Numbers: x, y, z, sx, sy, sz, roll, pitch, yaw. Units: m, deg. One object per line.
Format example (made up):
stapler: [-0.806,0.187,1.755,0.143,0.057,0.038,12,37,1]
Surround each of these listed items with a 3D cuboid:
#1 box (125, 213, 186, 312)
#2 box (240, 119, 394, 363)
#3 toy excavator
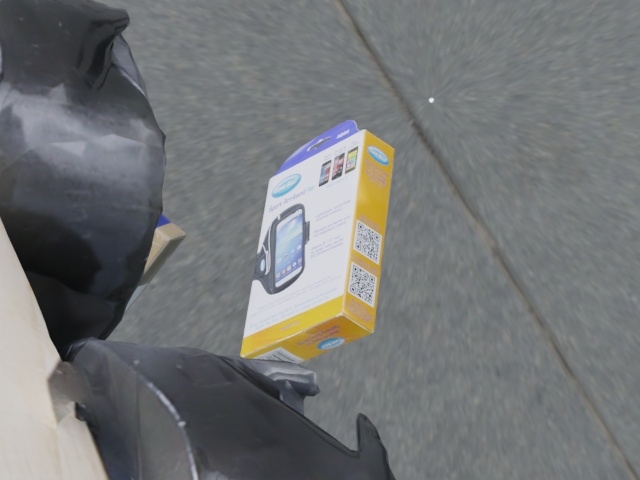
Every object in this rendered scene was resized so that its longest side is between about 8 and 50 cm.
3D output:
box: [-0.223,-0.029,1.331,0.225,0.036,0.136,43,112,11]
box: [0.000,0.000,0.973,0.028,0.136,0.081,34,140,-31]
toy excavator: [-0.178,0.191,0.402,0.222,0.433,0.445,11,125,-36]
